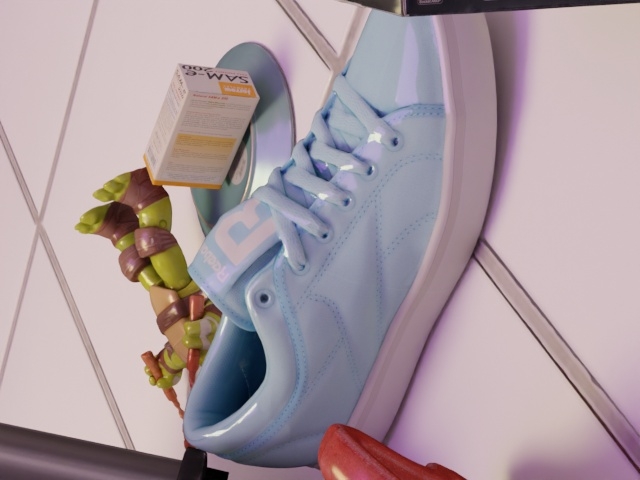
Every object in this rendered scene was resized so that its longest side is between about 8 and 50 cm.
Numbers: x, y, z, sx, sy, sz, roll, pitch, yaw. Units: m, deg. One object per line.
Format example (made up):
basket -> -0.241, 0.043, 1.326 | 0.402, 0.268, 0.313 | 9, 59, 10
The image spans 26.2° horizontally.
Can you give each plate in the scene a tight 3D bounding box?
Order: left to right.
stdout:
plate -> -0.075, -0.072, 1.146 | 0.188, 0.024, 0.188 | -9, 80, 60

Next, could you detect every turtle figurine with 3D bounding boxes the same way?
turtle figurine -> -0.113, 0.049, 1.128 | 0.217, 0.087, 0.269 | 61, 161, 8

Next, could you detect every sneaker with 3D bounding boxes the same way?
sneaker -> 0.000, 0.000, 0.880 | 0.135, 0.150, 0.366 | 44, 126, 52

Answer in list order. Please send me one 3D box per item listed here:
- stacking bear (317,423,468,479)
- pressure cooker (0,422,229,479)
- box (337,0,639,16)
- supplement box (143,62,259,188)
stacking bear -> 0.011, 0.270, 0.724 | 0.164, 0.175, 0.289 | 37, 93, 38
pressure cooker -> -0.192, 0.325, 0.967 | 0.370, 0.420, 0.375 | 105, 177, -74
box -> 0.087, -0.148, 0.662 | 0.175, 0.220, 0.051 | 31, 125, 58
supplement box -> -0.096, -0.090, 1.095 | 0.098, 0.062, 0.036 | -63, 37, 36
